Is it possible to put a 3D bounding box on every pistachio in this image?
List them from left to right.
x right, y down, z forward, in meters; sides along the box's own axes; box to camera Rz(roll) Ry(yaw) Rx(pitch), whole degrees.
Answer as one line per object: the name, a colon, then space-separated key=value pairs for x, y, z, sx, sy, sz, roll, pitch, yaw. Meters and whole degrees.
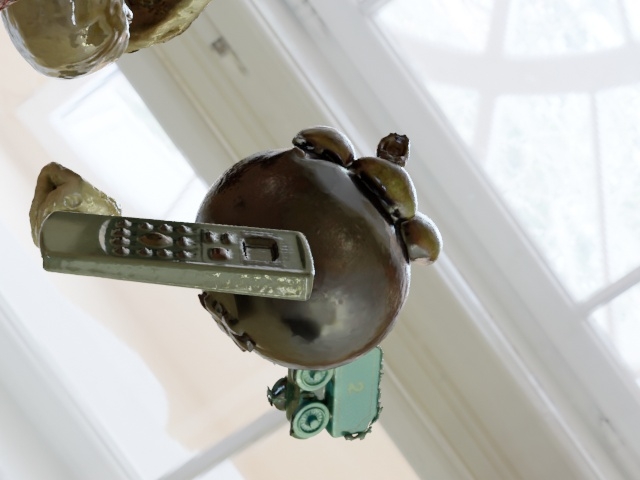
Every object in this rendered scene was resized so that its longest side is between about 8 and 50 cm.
pistachio: x=-0.380 y=-0.326 z=1.772 sx=0.288 sy=0.197 sz=0.166 roll=-6 pitch=-113 yaw=57

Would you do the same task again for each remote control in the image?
remote control: x=-0.151 y=0.011 z=1.277 sx=0.123 sy=0.286 sz=0.038 roll=-103 pitch=-158 yaw=-68

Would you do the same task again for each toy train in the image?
toy train: x=0.010 y=0.216 z=1.905 sx=0.163 sy=0.203 sz=0.112 roll=-8 pitch=-153 yaw=-24

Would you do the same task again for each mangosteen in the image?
mangosteen: x=0.000 y=0.000 z=1.588 sx=0.347 sy=0.307 sz=0.307 roll=-42 pitch=-177 yaw=-10

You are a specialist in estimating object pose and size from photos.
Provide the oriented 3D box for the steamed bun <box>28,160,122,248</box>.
steamed bun: x=-0.471 y=-0.045 z=2.242 sx=0.172 sy=0.141 sz=0.155 roll=27 pitch=-99 yaw=46

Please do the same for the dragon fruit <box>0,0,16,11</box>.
dragon fruit: x=-0.382 y=-0.289 z=1.385 sx=0.131 sy=0.063 sz=0.097 roll=112 pitch=-8 yaw=-80

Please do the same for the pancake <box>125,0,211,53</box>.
pancake: x=-0.322 y=-0.488 z=1.961 sx=0.382 sy=0.382 sz=0.071 roll=-35 pitch=172 yaw=14
